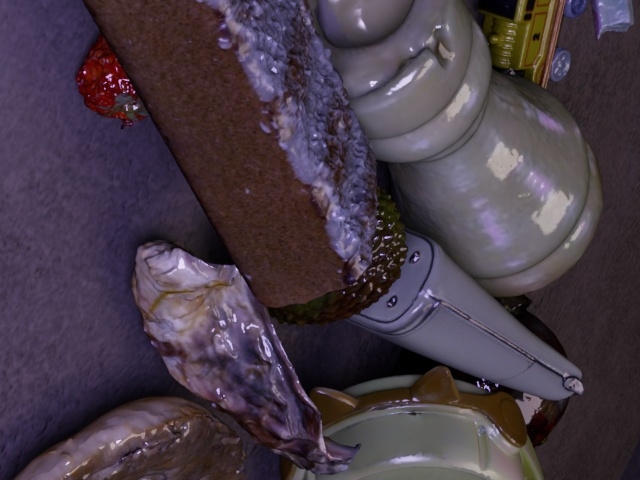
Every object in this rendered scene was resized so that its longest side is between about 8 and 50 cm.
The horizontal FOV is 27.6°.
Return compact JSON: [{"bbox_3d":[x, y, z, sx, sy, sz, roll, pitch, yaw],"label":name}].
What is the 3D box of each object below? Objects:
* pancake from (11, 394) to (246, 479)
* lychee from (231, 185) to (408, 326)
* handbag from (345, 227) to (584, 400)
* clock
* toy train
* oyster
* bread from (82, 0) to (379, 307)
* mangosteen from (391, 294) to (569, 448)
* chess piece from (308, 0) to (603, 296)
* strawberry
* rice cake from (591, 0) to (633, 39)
[{"bbox_3d":[-0.206,0.300,1.125,0.387,0.082,0.387,-37,143,-34],"label":"pancake"},{"bbox_3d":[0.000,0.000,1.187,0.171,0.171,0.171,-40,141,-42],"label":"lychee"},{"bbox_3d":[0.149,0.083,1.365,0.315,0.241,0.109,27,89,-36],"label":"handbag"},{"bbox_3d":[0.098,0.269,1.435,0.348,0.286,0.117,70,13,-45],"label":"clock"},{"bbox_3d":[0.235,-0.249,1.513,0.127,0.089,0.219,-14,123,-44],"label":"toy train"},{"bbox_3d":[-0.067,0.110,1.143,0.100,0.271,0.275,-48,-176,-15],"label":"oyster"},{"bbox_3d":[-0.067,-0.143,0.915,0.165,0.113,0.416,-87,157,-44],"label":"bread"},{"bbox_3d":[0.173,0.143,1.589,0.231,0.231,0.289,-31,94,-49],"label":"mangosteen"},{"bbox_3d":[0.121,-0.116,1.268,0.234,0.234,0.442,-64,149,-8],"label":"chess piece"},{"bbox_3d":[-0.145,-0.128,0.963,0.073,0.073,0.083,31,46,-62],"label":"strawberry"},{"bbox_3d":[0.321,-0.375,1.500,0.081,0.051,0.290,-6,89,-68],"label":"rice cake"}]
